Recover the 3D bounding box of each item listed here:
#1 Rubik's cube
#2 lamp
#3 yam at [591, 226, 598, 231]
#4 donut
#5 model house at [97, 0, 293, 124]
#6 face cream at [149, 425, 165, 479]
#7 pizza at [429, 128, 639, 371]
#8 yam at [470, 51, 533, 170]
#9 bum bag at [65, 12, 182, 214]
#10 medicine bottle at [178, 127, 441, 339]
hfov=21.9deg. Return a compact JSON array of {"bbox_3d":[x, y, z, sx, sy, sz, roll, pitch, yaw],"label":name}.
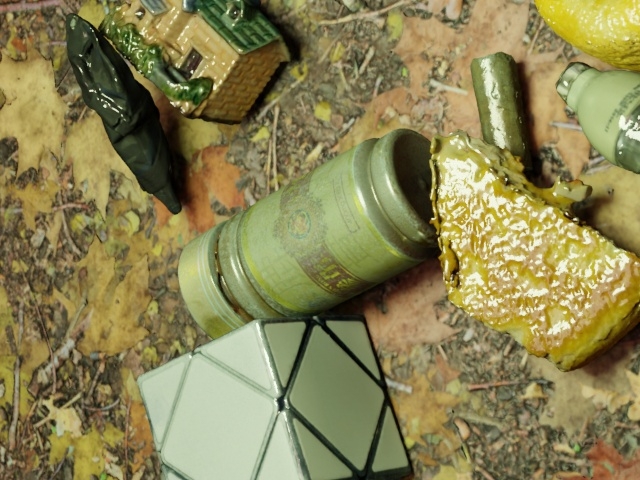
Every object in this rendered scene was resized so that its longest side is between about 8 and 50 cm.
[{"bbox_3d":[-0.054,0.214,1.909,0.205,0.205,0.207,-26,74,34],"label":"Rubik's cube"},{"bbox_3d":[0.338,-0.110,1.687,0.250,0.101,0.101,38,111,33],"label":"lamp"},{"bbox_3d":[0.253,-0.005,1.802,0.107,0.014,0.014,-6,85,37],"label":"yam"},{"bbox_3d":[0.325,-0.292,1.702,0.253,0.118,0.253,-10,77,50],"label":"donut"},{"bbox_3d":[-0.133,-0.262,2.015,0.172,0.166,0.183,-51,62,20],"label":"model house"},{"bbox_3d":[-0.130,0.362,2.045,0.143,0.089,0.314,-19,85,34],"label":"face cream"},{"bbox_3d":[0.215,0.005,1.764,0.297,0.071,0.189,38,108,13],"label":"pizza"},{"bbox_3d":[0.200,-0.138,1.824,0.054,0.054,0.132,-15,81,36],"label":"yam"},{"bbox_3d":[-0.232,-0.146,2.031,0.074,0.310,0.137,-29,48,-3],"label":"bum bag"},{"bbox_3d":[0.000,0.000,1.907,0.322,0.151,0.151,-29,72,33],"label":"medicine bottle"}]
